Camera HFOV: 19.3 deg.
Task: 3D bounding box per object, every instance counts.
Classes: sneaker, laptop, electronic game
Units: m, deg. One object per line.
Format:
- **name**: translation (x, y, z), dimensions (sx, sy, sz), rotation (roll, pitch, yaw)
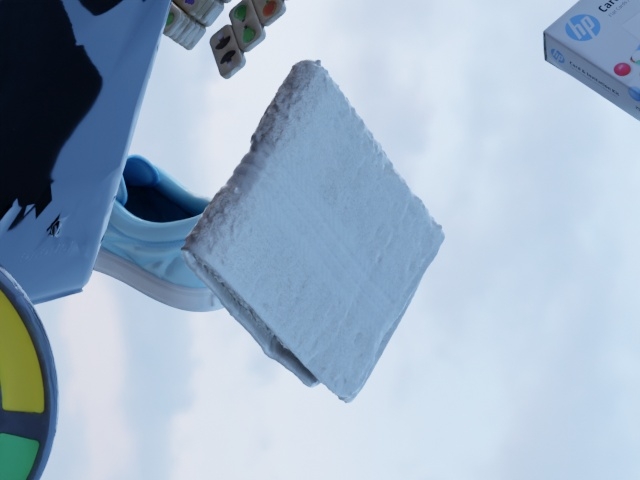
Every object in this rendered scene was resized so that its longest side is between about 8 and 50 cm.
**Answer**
- **sneaker**: translation (-0.241, -0.050, 2.156), dimensions (0.366, 0.135, 0.150), rotation (19, -55, 22)
- **laptop**: translation (-0.299, -0.167, 1.353), dimensions (0.408, 0.236, 0.382), rotation (58, 26, 9)
- **electronic game**: translation (-0.274, 0.095, 1.149), dimensions (0.048, 0.229, 0.229), rotation (-87, 170, -80)

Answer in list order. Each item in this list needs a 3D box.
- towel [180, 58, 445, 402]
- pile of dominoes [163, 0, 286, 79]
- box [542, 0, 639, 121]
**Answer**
- **towel**: translation (0.000, 0.000, 1.505), dimensions (0.049, 0.187, 0.282), rotation (18, -21, 34)
- **pile of dominoes**: translation (-0.071, -0.296, 1.827), dimensions (0.040, 0.251, 0.196), rotation (32, 9, -44)
- **box**: translation (0.276, -0.135, 1.342), dimensions (0.186, 0.145, 0.038), rotation (38, -21, 31)
